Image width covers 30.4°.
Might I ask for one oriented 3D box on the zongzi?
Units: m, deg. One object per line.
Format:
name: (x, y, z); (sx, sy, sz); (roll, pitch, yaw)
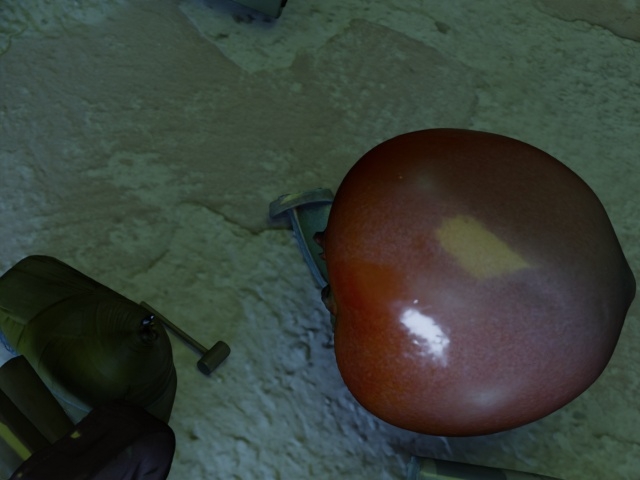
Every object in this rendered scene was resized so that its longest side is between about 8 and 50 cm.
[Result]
zongzi: (-0.225, 0.070, 1.087); (0.115, 0.256, 0.228); (-39, 72, -24)

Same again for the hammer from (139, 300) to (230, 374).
hammer: (-0.147, 0.098, 1.241); (0.110, 0.019, 0.035); (35, 52, 16)

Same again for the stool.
stool: (-0.261, 0.217, 0.952); (0.178, 0.272, 0.272); (34, 52, 11)

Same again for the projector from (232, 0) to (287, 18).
projector: (-0.116, -0.471, 1.519); (0.249, 0.249, 0.248); (20, 51, -3)

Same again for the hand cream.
hand cream: (0.215, 0.261, 1.208); (0.255, 0.079, 0.048); (9, 95, -8)

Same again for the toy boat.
toy boat: (0.000, 0.001, 1.355); (0.096, 0.034, 0.122); (-13, 68, -26)

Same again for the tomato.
tomato: (0.157, 0.043, 1.188); (0.321, 0.321, 0.322); (9, 53, -12)
